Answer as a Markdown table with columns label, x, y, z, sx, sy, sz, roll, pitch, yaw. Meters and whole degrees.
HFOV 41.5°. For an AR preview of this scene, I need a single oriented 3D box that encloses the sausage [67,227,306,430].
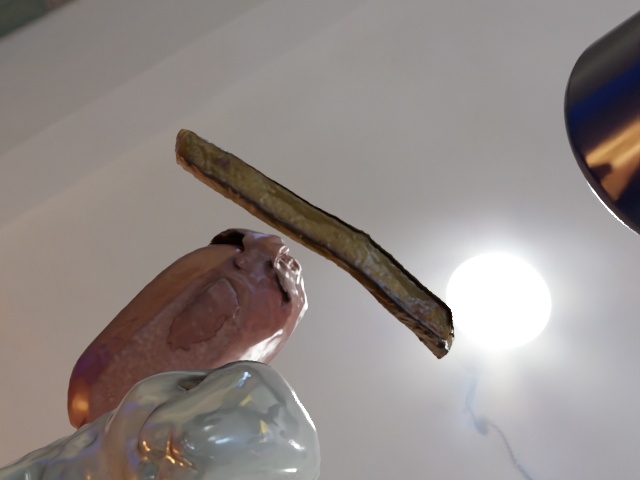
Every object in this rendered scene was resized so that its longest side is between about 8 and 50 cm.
| label | x | y | z | sx | sy | sz | roll | pitch | yaw |
| --- | --- | --- | --- | --- | --- | --- | --- | --- | --- |
| sausage | -0.133 | 0.105 | 0.865 | 0.152 | 0.152 | 0.280 | 38 | -107 | 23 |

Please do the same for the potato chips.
| label | x | y | z | sx | sy | sz | roll | pitch | yaw |
| --- | --- | --- | --- | --- | --- | --- | --- | --- | --- |
| potato chips | 0.000 | 0.000 | 0.485 | 0.204 | 0.037 | 0.026 | 35 | -117 | -6 |

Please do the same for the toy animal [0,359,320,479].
| label | x | y | z | sx | sy | sz | roll | pitch | yaw |
| --- | --- | --- | --- | --- | --- | --- | --- | --- | --- |
| toy animal | -0.134 | 0.209 | 0.590 | 0.357 | 0.258 | 0.194 | -36 | -131 | 19 |

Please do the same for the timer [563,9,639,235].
| label | x | y | z | sx | sy | sz | roll | pitch | yaw |
| --- | --- | --- | --- | --- | --- | --- | --- | --- | --- |
| timer | 0.428 | -0.171 | 0.740 | 0.270 | 0.383 | 0.270 | 8 | -115 | -17 |
